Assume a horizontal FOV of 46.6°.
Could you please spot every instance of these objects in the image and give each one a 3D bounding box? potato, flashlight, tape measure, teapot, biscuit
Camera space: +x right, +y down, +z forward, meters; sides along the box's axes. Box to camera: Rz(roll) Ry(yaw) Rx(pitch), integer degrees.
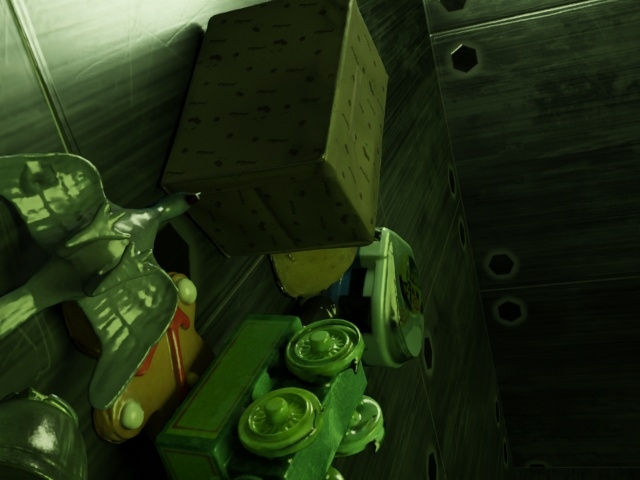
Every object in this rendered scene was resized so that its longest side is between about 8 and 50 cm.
[{"bbox_3d":[0.000,0.000,1.210,0.182,0.117,0.202,-61,139,-61],"label":"potato"},{"bbox_3d":[-0.029,0.156,1.135,0.232,0.092,0.093,-58,137,-67],"label":"flashlight"},{"bbox_3d":[0.107,0.111,1.417,0.259,0.138,0.262,30,56,-63],"label":"tape measure"},{"bbox_3d":[-0.224,0.184,0.581,0.108,0.111,0.149,-90,157,-57],"label":"teapot"},{"bbox_3d":[-0.171,0.135,0.814,0.216,0.047,0.340,-72,149,-49],"label":"biscuit"}]

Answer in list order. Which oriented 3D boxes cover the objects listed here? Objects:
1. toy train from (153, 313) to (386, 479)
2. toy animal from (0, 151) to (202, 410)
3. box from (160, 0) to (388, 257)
[{"bbox_3d":[-0.046,0.193,0.803,0.272,0.188,0.159,-54,136,-50],"label":"toy train"},{"bbox_3d":[-0.201,0.019,0.677,0.255,0.176,0.239,-30,99,-21],"label":"toy animal"},{"bbox_3d":[-0.045,-0.151,0.979,0.190,0.225,0.297,55,35,-49],"label":"box"}]
